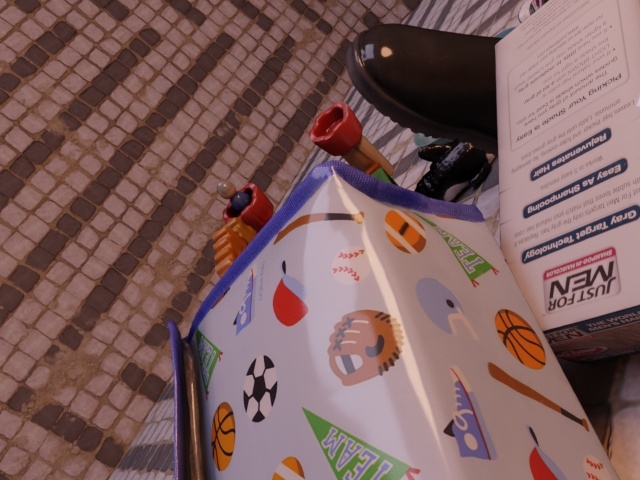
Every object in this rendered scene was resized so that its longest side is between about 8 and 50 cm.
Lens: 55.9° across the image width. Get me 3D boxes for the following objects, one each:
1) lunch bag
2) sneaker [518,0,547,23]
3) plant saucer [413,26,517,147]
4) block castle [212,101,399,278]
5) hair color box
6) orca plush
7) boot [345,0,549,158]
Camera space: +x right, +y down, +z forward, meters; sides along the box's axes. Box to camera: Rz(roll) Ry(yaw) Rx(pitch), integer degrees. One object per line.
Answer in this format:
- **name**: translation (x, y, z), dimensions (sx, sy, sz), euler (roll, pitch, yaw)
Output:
- **lunch bag**: translation (-0.002, 0.184, 0.512), dimensions (0.385, 0.239, 0.327), euler (-46, 44, 36)
- **sneaker**: translation (0.480, -0.510, 1.239), dimensions (0.077, 0.072, 0.178), euler (-2, 60, 58)
- **plant saucer**: translation (0.323, -0.317, 1.296), dimensions (0.317, 0.044, 0.317), euler (-48, 14, 16)
- **block castle**: translation (0.000, 0.000, 0.907), dimensions (0.303, 0.213, 0.453), euler (-40, 35, 15)
- **hair color box**: translation (0.260, -0.078, 0.551), dimensions (0.174, 0.105, 0.347), euler (-35, 42, 54)
- **orca plush**: translation (0.209, -0.133, 1.086), dimensions (0.287, 0.102, 0.151), euler (-43, 16, 36)
- **boot**: translation (0.295, -0.285, 0.691), dimensions (0.445, 0.367, 0.146), euler (-38, 51, 46)
